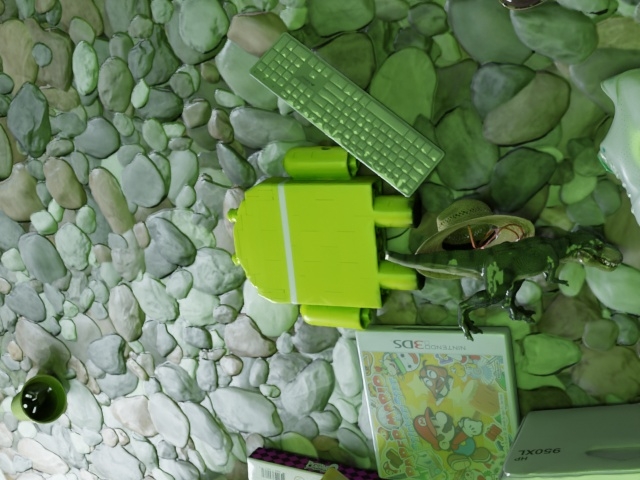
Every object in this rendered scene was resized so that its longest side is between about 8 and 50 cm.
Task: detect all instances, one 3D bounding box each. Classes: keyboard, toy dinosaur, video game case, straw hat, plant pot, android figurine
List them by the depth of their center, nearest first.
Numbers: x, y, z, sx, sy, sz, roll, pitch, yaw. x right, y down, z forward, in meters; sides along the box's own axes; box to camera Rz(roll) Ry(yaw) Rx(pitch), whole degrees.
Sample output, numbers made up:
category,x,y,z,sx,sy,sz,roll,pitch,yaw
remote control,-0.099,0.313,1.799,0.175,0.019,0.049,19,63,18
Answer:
category,x,y,z,sx,sy,sz,roll,pitch,yaw
toy dinosaur,0.206,0.048,0.965,0.268,0.064,0.118,-4,116,-5
straw hat,0.174,-0.014,0.986,0.144,0.144,0.061,-33,53,31
keyboard,0.030,-0.157,1.021,0.256,0.014,0.072,39,88,9
android figurine,0.000,0.000,1.085,0.273,0.056,0.248,0,108,24
video game case,0.159,0.221,1.101,0.206,0.026,0.226,-2,107,27
video game case,0.006,0.426,1.239,0.232,0.042,0.210,5,109,25
plant pot,-0.488,0.276,1.421,0.079,0.083,0.083,-24,96,44

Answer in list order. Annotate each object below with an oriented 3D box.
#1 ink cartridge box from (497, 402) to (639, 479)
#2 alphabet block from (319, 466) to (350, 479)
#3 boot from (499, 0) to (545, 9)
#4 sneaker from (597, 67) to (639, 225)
category,x,y,z,sx,sy,sz,roll,pitch,yaw
ink cartridge box,0.403,0.393,0.956,0.286,0.166,0.394,-12,103,28
alphabet block,0.017,0.463,1.110,0.197,0.193,0.192,34,118,12
boot,0.229,-0.316,0.771,0.090,0.207,0.248,44,121,7
sneaker,0.342,-0.076,0.887,0.094,0.080,0.212,0,101,39
